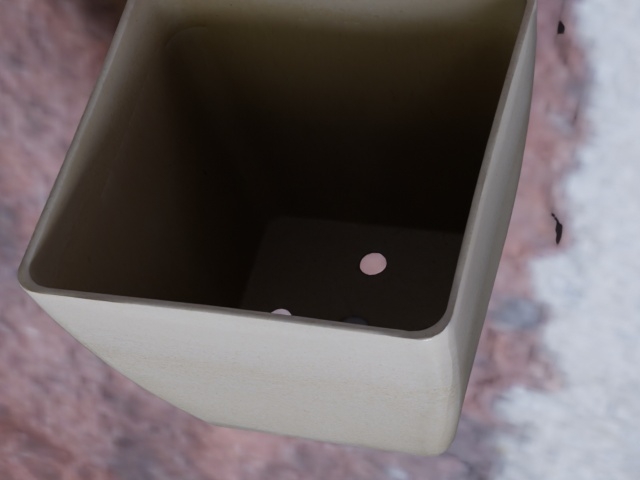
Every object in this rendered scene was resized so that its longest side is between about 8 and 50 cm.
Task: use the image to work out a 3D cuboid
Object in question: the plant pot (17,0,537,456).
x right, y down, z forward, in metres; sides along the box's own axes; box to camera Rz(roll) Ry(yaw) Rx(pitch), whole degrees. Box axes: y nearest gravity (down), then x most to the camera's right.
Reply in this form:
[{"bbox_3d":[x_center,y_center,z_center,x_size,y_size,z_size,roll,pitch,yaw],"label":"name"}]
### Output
[{"bbox_3d":[0.000,0.000,0.512,0.109,0.109,0.096,6,147,18],"label":"plant pot"}]
